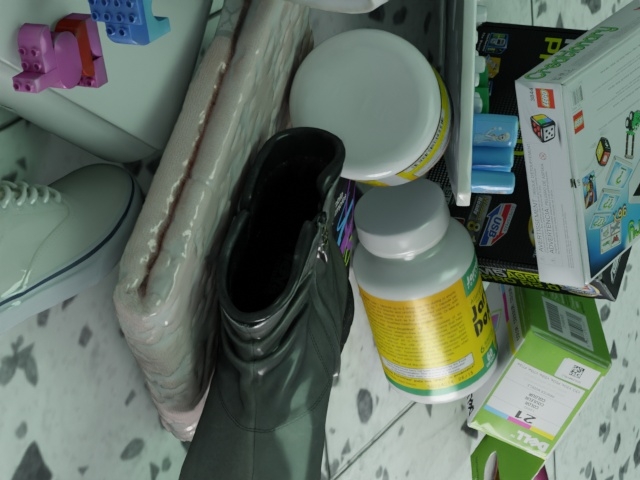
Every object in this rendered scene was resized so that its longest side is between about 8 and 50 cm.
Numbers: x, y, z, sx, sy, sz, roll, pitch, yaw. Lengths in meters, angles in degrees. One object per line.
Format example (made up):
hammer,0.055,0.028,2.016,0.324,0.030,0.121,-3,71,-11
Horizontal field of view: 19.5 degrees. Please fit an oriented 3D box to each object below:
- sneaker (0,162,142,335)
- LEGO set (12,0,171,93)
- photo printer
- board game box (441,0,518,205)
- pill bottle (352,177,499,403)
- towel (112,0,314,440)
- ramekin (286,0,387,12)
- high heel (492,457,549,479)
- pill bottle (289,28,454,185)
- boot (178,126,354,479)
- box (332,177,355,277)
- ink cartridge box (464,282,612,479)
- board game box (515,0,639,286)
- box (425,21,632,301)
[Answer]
sneaker,-0.211,-0.002,1.267,0.258,0.094,0.091,-42,137,-47
LEGO set,-0.155,-0.181,1.112,0.093,0.087,0.227,-40,130,-48
photo printer,-0.185,-0.215,1.243,0.307,0.107,0.256,30,71,-58
board game box,0.143,-0.256,1.667,0.390,0.050,0.389,-82,173,-78
pill bottle,0.097,0.046,1.783,0.117,0.118,0.208,-54,140,-39
towel,-0.074,-0.032,1.429,0.332,0.053,0.317,82,25,-69
ramekin,-0.023,-0.227,1.217,0.207,0.207,0.109,24,83,-59
high heel,0.205,0.233,2.085,0.117,0.082,0.244,16,97,-32
pill bottle,0.046,-0.103,1.507,0.215,0.117,0.117,2,96,-82
boot,-0.049,0.100,1.359,0.222,0.118,0.338,86,11,-60
box,0.000,0.000,1.642,0.116,0.029,0.162,-59,157,-48
ink cartridge box,0.186,0.161,1.929,0.255,0.097,0.189,-60,-167,23
board game box,0.285,-0.107,1.715,0.305,0.053,0.193,-34,123,-46
box,0.226,-0.085,1.872,0.060,0.216,0.270,45,60,-54
